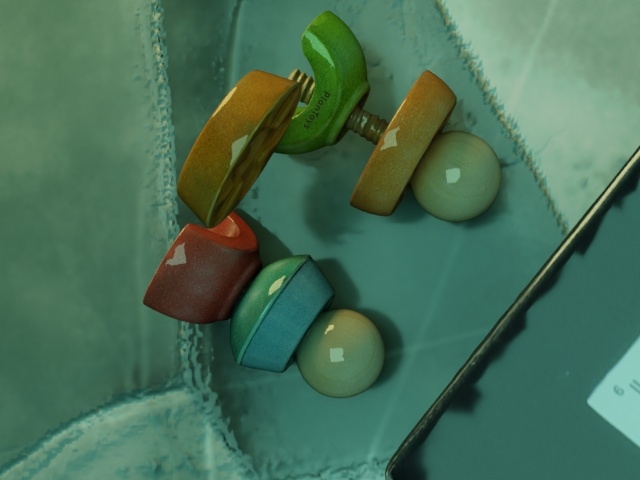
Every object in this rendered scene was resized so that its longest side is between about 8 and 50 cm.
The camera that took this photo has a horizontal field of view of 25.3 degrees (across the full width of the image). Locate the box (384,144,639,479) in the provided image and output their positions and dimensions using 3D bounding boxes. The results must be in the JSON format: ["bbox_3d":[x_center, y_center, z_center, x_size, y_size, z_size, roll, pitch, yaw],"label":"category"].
[{"bbox_3d":[0.228,0.054,0.739,0.212,0.395,0.293,39,97,10],"label":"box"}]

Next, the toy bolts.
[{"bbox_3d":[0.000,0.000,0.904,0.158,0.218,0.228,32,113,5],"label":"toy bolts"}]
